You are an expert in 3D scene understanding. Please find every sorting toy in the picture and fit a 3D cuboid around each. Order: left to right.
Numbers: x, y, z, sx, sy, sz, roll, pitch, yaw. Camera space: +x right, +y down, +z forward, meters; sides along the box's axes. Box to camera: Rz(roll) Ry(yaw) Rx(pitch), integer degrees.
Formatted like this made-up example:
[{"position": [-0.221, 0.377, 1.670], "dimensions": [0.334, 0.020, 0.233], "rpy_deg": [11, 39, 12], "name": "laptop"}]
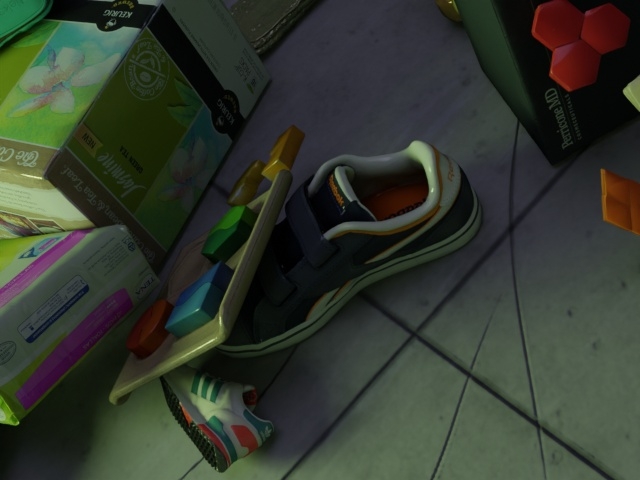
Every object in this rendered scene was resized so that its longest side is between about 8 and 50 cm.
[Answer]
[{"position": [-0.115, 0.011, 1.013], "dimensions": [0.229, 0.041, 0.307], "rpy_deg": [-36, 25, 43], "name": "sorting toy"}]

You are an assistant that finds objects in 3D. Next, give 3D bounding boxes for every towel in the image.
[{"position": [-0.067, -0.312, 1.308], "dimensions": [0.148, 0.027, 0.110], "rpy_deg": [-48, 49, -9], "name": "towel"}]

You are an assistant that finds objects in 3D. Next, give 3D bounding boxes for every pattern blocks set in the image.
[{"position": [0.358, -0.106, 0.822], "dimensions": [0.286, 0.026, 0.324], "rpy_deg": [-26, 89, 5], "name": "pattern blocks set"}]

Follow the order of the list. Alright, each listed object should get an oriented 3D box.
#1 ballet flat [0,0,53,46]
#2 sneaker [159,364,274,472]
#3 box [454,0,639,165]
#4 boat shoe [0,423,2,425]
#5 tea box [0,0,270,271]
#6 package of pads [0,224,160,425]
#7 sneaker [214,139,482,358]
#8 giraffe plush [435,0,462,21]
[{"position": [-0.410, -0.239, 1.119], "dimensions": [0.247, 0.083, 0.087], "rpy_deg": [-29, 25, 6], "name": "ballet flat"}, {"position": [-0.106, 0.164, 0.984], "dimensions": [0.075, 0.057, 0.161], "rpy_deg": [-25, 39, -22], "name": "sneaker"}, {"position": [0.277, -0.298, 0.910], "dimensions": [0.313, 0.343, 0.179], "rpy_deg": [-30, 48, 5], "name": "box"}, {"position": [-0.418, 0.308, 1.005], "dimensions": [0.123, 0.123, 0.342], "rpy_deg": [-36, 18, 46], "name": "boat shoe"}, {"position": [-0.302, -0.164, 1.196], "dimensions": [0.329, 0.220, 0.323], "rpy_deg": [11, 64, 33], "name": "tea box"}, {"position": [-0.348, 0.091, 1.040], "dimensions": [0.297, 0.101, 0.229], "rpy_deg": [-6, 31, 42], "name": "package of pads"}, {"position": [0.000, 0.000, 0.991], "dimensions": [0.321, 0.127, 0.126], "rpy_deg": [-31, 51, 7], "name": "sneaker"}, {"position": [0.158, -0.378, 1.104], "dimensions": [0.181, 0.171, 0.210], "rpy_deg": [-30, 32, 53], "name": "giraffe plush"}]
